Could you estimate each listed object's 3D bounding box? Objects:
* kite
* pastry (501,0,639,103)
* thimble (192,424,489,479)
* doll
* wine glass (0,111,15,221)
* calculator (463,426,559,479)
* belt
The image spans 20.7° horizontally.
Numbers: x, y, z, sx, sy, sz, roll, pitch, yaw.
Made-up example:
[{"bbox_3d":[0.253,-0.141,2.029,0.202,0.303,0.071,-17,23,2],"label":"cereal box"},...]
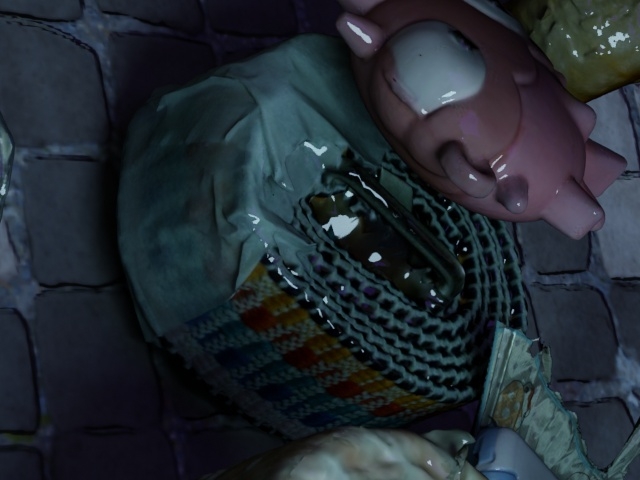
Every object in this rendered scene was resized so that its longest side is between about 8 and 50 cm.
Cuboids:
[{"bbox_3d":[0.159,0.186,1.104,0.368,0.014,0.406,-52,137,-18],"label":"kite"},{"bbox_3d":[0.208,-0.155,1.243,0.182,0.192,0.093,-26,90,-17],"label":"pastry"},{"bbox_3d":[0.014,0.201,0.782,0.196,0.148,0.229,-27,89,-43],"label":"thimble"},{"bbox_3d":[0.086,-0.086,1.003,0.211,0.093,0.262,43,24,-5],"label":"doll"},{"bbox_3d":[-0.278,-0.039,0.829,0.241,0.126,0.126,4,70,-41],"label":"wine glass"},{"bbox_3d":[0.123,0.186,0.979,0.210,0.039,0.121,48,36,-51],"label":"calculator"},{"bbox_3d":[0.000,0.000,1.035,0.257,0.150,0.207,44,41,-21],"label":"belt"}]
